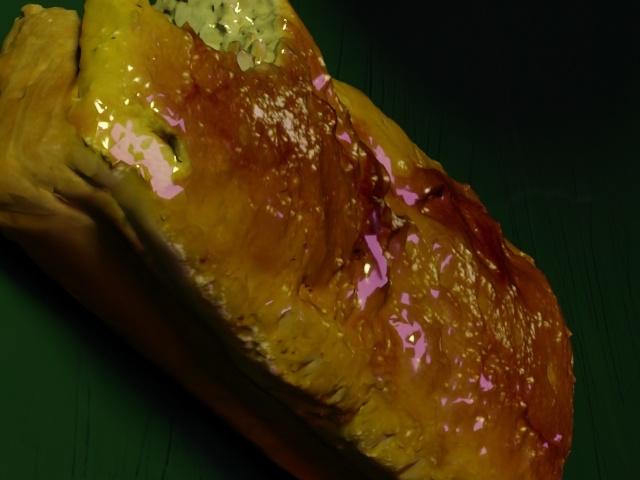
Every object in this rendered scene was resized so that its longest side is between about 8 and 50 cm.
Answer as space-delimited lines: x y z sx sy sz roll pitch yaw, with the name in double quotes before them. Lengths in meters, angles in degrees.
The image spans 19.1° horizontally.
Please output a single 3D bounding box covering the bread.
"bread" 0.000 0.000 0.842 0.380 0.109 0.185 45 44 -44
